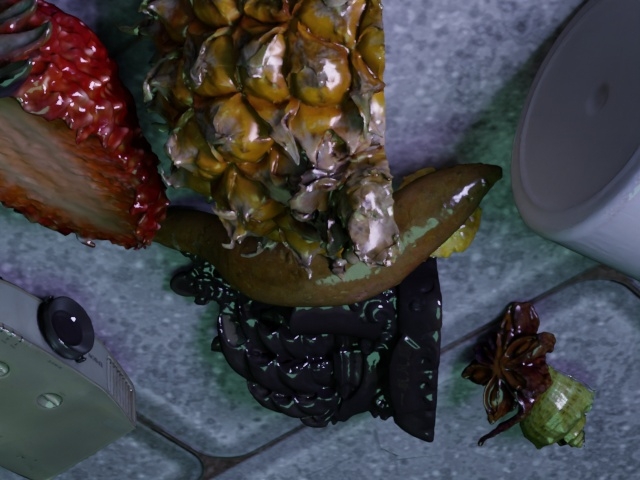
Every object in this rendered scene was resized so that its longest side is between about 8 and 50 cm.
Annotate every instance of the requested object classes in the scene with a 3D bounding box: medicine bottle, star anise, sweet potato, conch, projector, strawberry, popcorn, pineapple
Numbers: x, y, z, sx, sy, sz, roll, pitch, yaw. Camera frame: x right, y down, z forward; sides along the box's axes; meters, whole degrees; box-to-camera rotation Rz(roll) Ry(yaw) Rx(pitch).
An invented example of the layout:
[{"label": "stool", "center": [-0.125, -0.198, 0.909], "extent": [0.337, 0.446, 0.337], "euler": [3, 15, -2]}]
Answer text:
[{"label": "medicine bottle", "center": [0.309, -0.071, 1.449], "extent": [0.232, 0.238, 0.238], "euler": [24, 132, -23]}, {"label": "star anise", "center": [0.185, 0.145, 1.791], "extent": [0.070, 0.097, 0.190], "euler": [-6, 145, -33]}, {"label": "sweet potato", "center": [-0.004, 0.007, 1.584], "extent": [0.346, 0.108, 0.079], "euler": [-7, 153, 20]}, {"label": "conch", "center": [0.239, 0.168, 1.846], "extent": [0.089, 0.074, 0.121], "euler": [-35, 108, 12]}, {"label": "projector", "center": [-0.307, 0.120, 1.745], "extent": [0.193, 0.088, 0.269], "euler": [-31, 131, 27]}, {"label": "strawberry", "center": [-0.239, -0.110, 1.484], "extent": [0.233, 0.138, 0.306], "euler": [7, 158, 25]}, {"label": "popcorn", "center": [0.111, -0.028, 1.621], "extent": [0.084, 0.084, 0.084], "euler": [-1, 138, -1]}, {"label": "pineapple", "center": [-0.056, -0.087, 1.379], "extent": [0.209, 0.286, 0.344], "euler": [-4, 138, -3]}]

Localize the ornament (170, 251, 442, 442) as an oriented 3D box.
[{"label": "ornament", "center": [-0.014, 0.088, 1.725], "extent": [0.260, 0.106, 0.251], "euler": [1, 136, 4]}]
